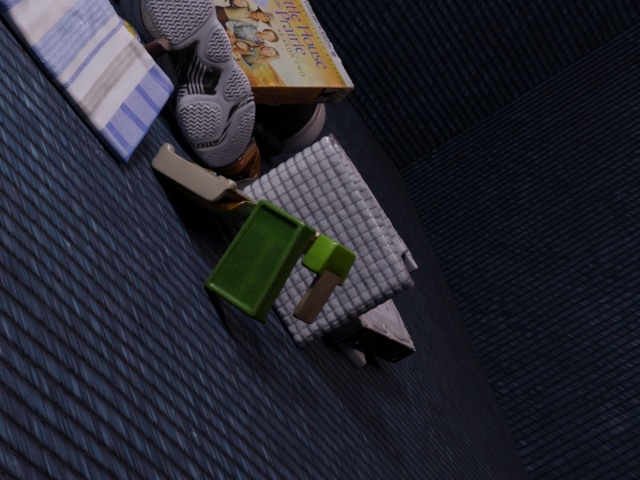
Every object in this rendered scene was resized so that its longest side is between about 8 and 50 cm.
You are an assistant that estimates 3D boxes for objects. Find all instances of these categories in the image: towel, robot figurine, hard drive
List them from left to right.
[{"bbox_3d":[-0.320,-0.268,1.586,0.285,0.034,0.209,54,31,-23],"label":"towel"},{"bbox_3d":[-0.108,-0.303,2.398,0.174,0.209,0.278,30,-13,46],"label":"robot figurine"},{"bbox_3d":[0.000,0.000,1.891,0.283,0.235,0.121,58,8,-2],"label":"towel"},{"bbox_3d":[0.067,0.104,2.203,0.236,0.064,0.339,63,13,22],"label":"hard drive"}]

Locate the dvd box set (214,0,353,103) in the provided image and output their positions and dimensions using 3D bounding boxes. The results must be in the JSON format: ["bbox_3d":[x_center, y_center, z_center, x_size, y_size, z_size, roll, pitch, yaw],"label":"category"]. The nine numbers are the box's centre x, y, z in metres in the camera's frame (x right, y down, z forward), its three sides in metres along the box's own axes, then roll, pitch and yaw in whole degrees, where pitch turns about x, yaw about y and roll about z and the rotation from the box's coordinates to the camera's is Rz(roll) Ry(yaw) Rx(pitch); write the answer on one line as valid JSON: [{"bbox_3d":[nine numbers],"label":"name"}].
[{"bbox_3d":[-0.156,-0.398,2.208,0.420,0.062,0.307,-7,62,-45],"label":"dvd box set"}]

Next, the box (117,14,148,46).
[{"bbox_3d":[-0.326,-0.314,1.757,0.054,0.059,0.169,64,12,21],"label":"box"}]

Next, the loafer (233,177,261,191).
[{"bbox_3d":[-0.125,-0.088,2.019,0.062,0.061,0.170,59,12,-5],"label":"loafer"}]

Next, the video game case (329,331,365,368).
[{"bbox_3d":[0.013,0.109,2.181,0.206,0.026,0.227,53,12,-26],"label":"video game case"}]

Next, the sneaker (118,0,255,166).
[{"bbox_3d":[-0.229,-0.311,1.935,0.210,0.137,0.365,44,-24,53],"label":"sneaker"}]

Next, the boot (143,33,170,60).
[{"bbox_3d":[-0.270,-0.274,1.750,0.037,0.114,0.106,56,9,-4],"label":"boot"}]

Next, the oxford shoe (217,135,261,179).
[{"bbox_3d":[-0.138,-0.139,2.084,0.212,0.076,0.076,-62,130,-76],"label":"oxford shoe"}]

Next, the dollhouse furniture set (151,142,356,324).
[{"bbox_3d":[-0.129,0.000,1.714,0.302,0.151,0.197,31,0,28],"label":"dollhouse furniture set"}]
